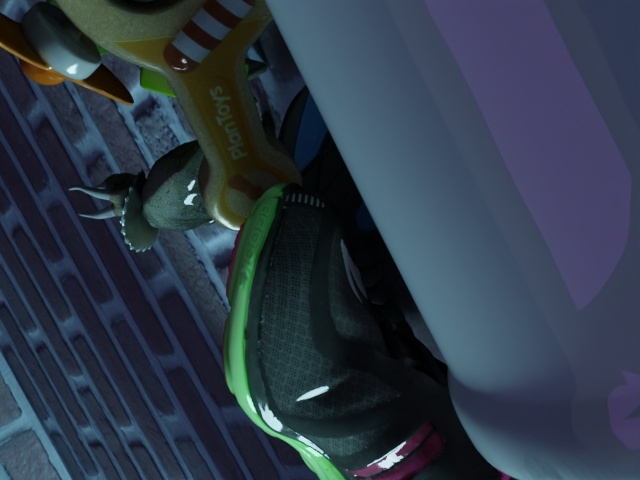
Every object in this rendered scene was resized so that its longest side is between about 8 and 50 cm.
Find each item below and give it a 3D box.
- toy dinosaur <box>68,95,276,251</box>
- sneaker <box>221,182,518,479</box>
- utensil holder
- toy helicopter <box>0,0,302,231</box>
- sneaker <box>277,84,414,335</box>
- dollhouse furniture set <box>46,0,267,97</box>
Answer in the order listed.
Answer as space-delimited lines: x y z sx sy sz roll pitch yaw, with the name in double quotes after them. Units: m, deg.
-0.127 -0.057 1.250 0.121 0.160 0.313 63 153 -5 "toy dinosaur"
0.076 0.143 0.996 0.202 0.185 0.483 -12 124 27 "sneaker"
0.134 -0.141 0.544 0.327 0.327 0.386 -8 111 61 "utensil holder"
-0.107 -0.136 0.893 0.140 0.235 0.355 -119 7 -49 "toy helicopter"
0.000 0.000 1.135 0.139 0.125 0.341 41 144 50 "sneaker"
-0.126 -0.301 1.113 0.197 0.151 0.302 17 117 20 "dollhouse furniture set"
